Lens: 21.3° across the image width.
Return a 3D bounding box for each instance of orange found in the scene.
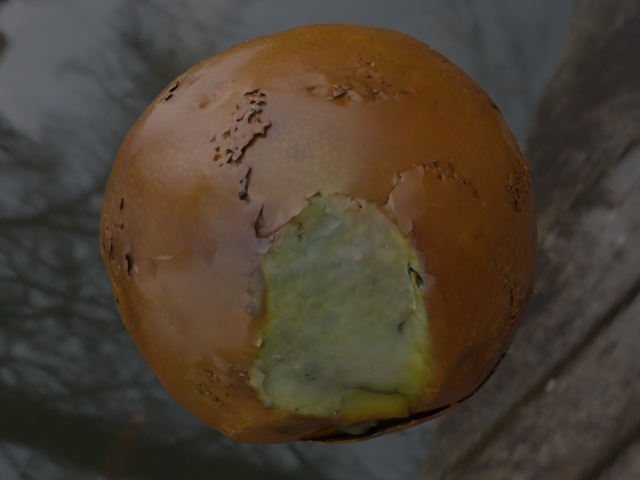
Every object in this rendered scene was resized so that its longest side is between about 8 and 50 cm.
[{"bbox_3d":[0.000,0.000,0.916,0.240,0.240,0.240,-38,35,33],"label":"orange"}]
